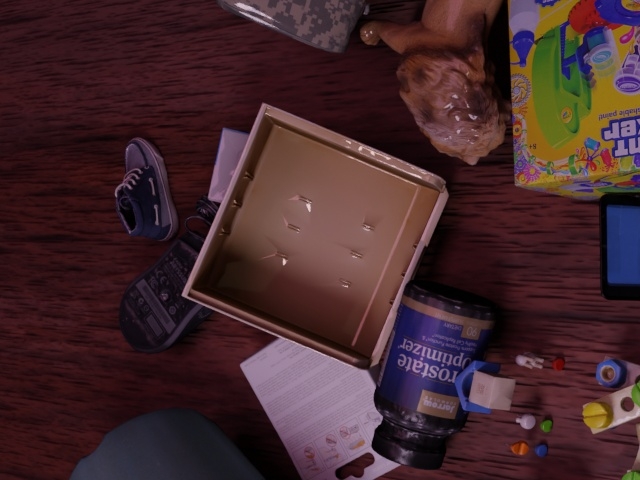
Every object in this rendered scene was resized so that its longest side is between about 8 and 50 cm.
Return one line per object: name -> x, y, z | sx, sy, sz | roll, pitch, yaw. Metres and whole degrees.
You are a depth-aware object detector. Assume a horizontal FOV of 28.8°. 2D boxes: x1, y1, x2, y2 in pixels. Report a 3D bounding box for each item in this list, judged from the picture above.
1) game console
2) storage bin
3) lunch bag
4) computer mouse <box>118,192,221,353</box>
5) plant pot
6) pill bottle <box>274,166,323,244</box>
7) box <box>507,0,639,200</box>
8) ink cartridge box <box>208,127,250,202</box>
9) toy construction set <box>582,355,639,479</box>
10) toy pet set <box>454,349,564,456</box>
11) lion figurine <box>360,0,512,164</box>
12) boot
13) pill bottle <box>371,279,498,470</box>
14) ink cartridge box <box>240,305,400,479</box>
game console -> 0.379, 0.007, 1.407 | 0.107, 0.071, 0.122 | -4, 83, 40
storage bin -> 0.000, 0.000, 1.603 | 0.260, 0.123, 0.262 | 23, 90, 4
lunch bag -> -0.018, -0.410, 1.642 | 0.305, 0.212, 0.256 | -106, 36, -71
computer mouse -> -0.194, 0.073, 1.893 | 0.272, 0.072, 0.188 | -39, 75, 24
plant pot -> -0.171, 0.426, 1.683 | 0.334, 0.341, 0.341 | 46, 114, 43
pill bottle -> -0.050, 0.005, 1.735 | 0.121, 0.121, 0.216 | 21, 96, 40
box -> 0.376, -0.202, 1.366 | 0.290, 0.177, 0.279 | -7, 81, 40
ink cartridge box -> -0.108, -0.104, 1.805 | 0.061, 0.181, 0.104 | 13, 94, 5
toy construction set -> 0.437, 0.200, 1.298 | 0.327, 0.151, 0.215 | -22, 71, 48
toy pet set -> 0.222, 0.190, 1.506 | 0.065, 0.114, 0.122 | 13, 92, 57
lion figurine -> 0.187, -0.307, 1.552 | 0.240, 0.142, 0.392 | 39, 118, 51
boot -> -0.290, -0.088, 1.980 | 0.069, 0.086, 0.190 | -40, 61, 30
pill bottle -> 0.137, 0.168, 1.563 | 0.122, 0.122, 0.219 | 20, 98, 40
ink cartridge box -> 0.014, 0.225, 1.723 | 0.189, 0.066, 0.232 | -34, 85, 32
